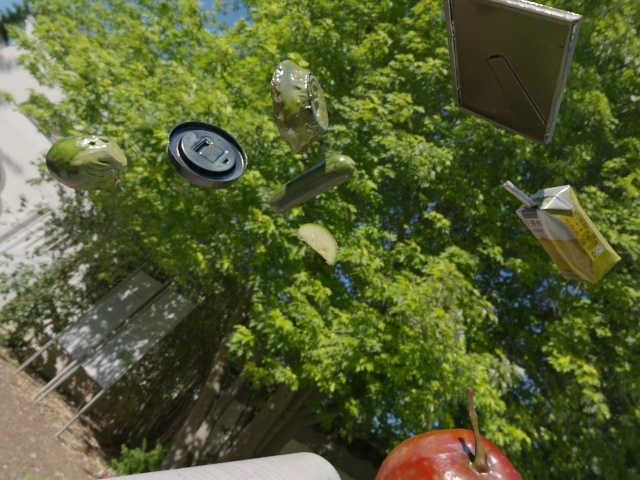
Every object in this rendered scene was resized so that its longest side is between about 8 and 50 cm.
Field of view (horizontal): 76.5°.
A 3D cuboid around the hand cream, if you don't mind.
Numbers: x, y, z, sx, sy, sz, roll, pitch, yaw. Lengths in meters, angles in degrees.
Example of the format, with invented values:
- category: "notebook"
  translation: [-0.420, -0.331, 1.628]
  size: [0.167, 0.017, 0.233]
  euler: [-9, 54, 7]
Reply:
- category: "hand cream"
  translation: [-0.082, 0.314, 0.458]
  size: [0.186, 0.117, 0.359]
  euler: [20, -13, 32]

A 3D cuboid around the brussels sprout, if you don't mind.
- category: "brussels sprout"
  translation: [-0.612, -0.201, 1.060]
  size: [0.181, 0.143, 0.161]
  euler: [-28, -51, 16]

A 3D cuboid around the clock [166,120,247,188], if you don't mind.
- category: "clock"
  translation: [-0.309, -0.234, 1.109]
  size: [0.215, 0.215, 0.042]
  euler: [43, -46, 0]

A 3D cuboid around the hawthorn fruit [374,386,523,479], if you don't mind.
- category: "hawthorn fruit"
  translation: [0.145, 0.262, 0.417]
  size: [0.163, 0.163, 0.203]
  euler: [33, -56, 18]

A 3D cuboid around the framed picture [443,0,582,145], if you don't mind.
- category: "framed picture"
  translation: [0.313, -0.288, 0.699]
  size: [0.211, 0.020, 0.289]
  euler: [39, -4, 30]

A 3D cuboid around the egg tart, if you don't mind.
- category: "egg tart"
  translation: [-0.037, -0.276, 0.827]
  size: [0.078, 0.197, 0.197]
  euler: [-8, -49, 15]

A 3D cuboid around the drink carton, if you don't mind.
- category: "drink carton"
  translation: [0.365, -0.030, 0.629]
  size: [0.200, 0.075, 0.084]
  euler: [51, -5, -7]

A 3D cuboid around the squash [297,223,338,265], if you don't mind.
- category: "squash"
  translation: [0.000, 0.000, 1.498]
  size: [0.170, 0.093, 0.252]
  euler: [37, 3, -6]

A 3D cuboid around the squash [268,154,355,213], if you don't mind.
- category: "squash"
  translation: [-0.024, -0.127, 0.926]
  size: [0.229, 0.066, 0.066]
  euler: [-27, -69, 24]
